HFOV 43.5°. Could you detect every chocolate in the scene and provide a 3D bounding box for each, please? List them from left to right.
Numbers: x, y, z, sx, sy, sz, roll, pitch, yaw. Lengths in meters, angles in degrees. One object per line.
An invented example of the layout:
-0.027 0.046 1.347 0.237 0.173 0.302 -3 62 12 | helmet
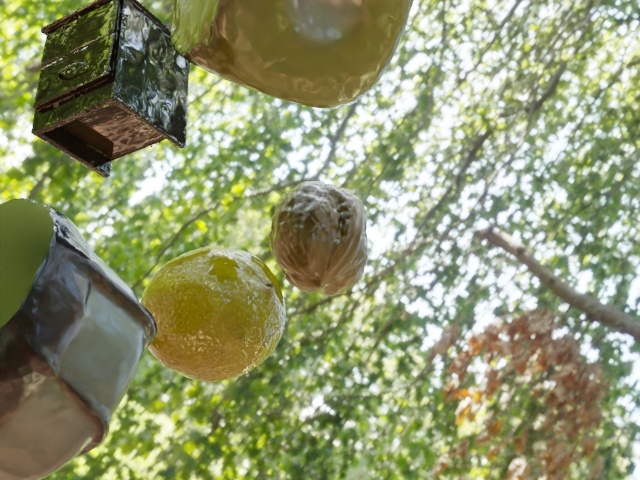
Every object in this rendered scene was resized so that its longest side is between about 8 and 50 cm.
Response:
-0.297 0.117 0.778 0.284 0.283 0.186 11 -32 45 | chocolate

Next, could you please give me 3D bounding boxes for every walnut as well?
0.000 0.000 1.205 0.156 0.184 0.155 1 -39 1 | walnut

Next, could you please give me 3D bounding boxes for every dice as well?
-0.037 -0.306 0.958 0.227 0.238 0.233 10 23 -29 | dice

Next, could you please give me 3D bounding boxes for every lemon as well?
-0.143 0.096 1.042 0.203 0.178 0.178 -20 -55 26 | lemon

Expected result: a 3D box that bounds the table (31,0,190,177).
-0.317 -0.234 1.214 0.169 0.193 0.172 -16 -30 27 | table
